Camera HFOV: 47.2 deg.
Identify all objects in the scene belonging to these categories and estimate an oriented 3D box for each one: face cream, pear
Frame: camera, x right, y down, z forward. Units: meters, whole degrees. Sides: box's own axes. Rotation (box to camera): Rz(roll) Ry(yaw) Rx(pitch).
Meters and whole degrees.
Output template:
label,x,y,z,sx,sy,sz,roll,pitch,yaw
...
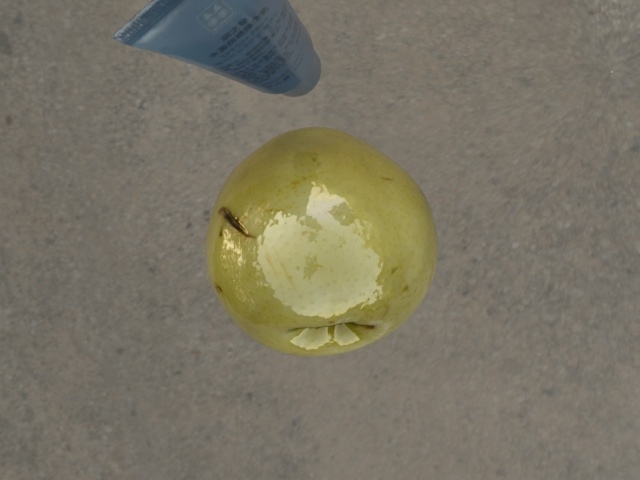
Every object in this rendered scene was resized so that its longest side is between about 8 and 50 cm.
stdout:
label,x,y,z,sx,sy,sz,roll,pitch,yaw
face cream,-0.068,-0.202,0.724,0.136,0.385,0.086,-38,86,11
pear,0.000,0.000,0.965,0.309,0.309,0.309,5,104,21
